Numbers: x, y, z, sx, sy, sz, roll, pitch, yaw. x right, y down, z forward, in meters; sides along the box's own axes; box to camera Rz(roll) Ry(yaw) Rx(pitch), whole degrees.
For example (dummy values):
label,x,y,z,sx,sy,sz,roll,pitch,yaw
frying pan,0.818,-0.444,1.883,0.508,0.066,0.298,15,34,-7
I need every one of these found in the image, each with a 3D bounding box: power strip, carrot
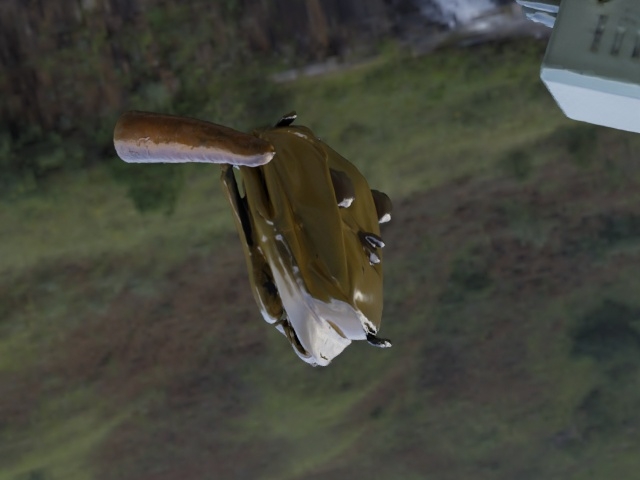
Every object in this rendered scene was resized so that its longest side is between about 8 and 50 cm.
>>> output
label,x,y,z,sx,sy,sz,roll,pitch,yaw
power strip,0.281,-0.184,1.265,0.224,0.140,0.139,14,173,25
carrot,-0.134,-0.106,1.504,0.209,0.061,0.061,9,-163,35

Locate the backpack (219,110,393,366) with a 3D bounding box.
label,x,y,z,sx,sy,sz,roll,pitch,yaw
backpack,-0.005,0.002,2.107,0.201,0.378,0.353,-21,170,14
